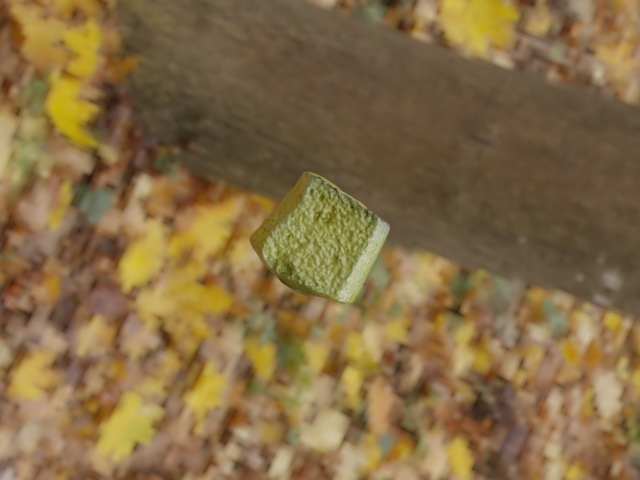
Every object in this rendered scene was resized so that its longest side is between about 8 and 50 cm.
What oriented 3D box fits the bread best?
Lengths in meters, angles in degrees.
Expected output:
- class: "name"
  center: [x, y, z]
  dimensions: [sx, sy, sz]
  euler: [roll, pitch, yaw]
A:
- class: "bread"
  center: [0.000, 0.000, 2.084]
  dimensions: [0.114, 0.129, 0.111]
  euler: [-56, -178, 4]
